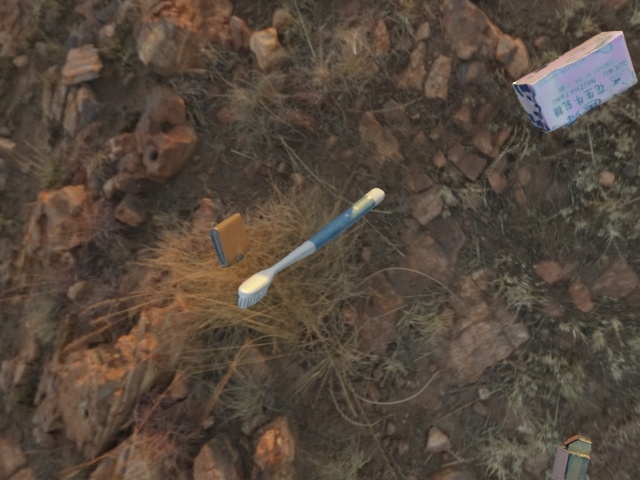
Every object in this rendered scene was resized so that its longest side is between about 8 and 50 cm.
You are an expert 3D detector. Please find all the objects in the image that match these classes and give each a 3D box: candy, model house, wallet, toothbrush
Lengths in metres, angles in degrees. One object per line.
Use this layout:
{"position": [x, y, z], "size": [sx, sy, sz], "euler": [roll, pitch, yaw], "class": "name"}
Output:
{"position": [0.394, -0.243, 0.912], "size": [0.160, 0.073, 0.092], "euler": [-29, 110, 7], "class": "candy"}
{"position": [0.457, 0.397, 1.072], "size": [0.058, 0.057, 0.083], "euler": [11, 86, 22], "class": "model house"}
{"position": [-0.231, 0.001, 1.518], "size": [0.039, 0.152, 0.117], "euler": [-11, 102, 19], "class": "wallet"}
{"position": [0.000, 0.000, 0.639], "size": [0.019, 0.276, 0.025], "euler": [30, 128, 20], "class": "toothbrush"}
